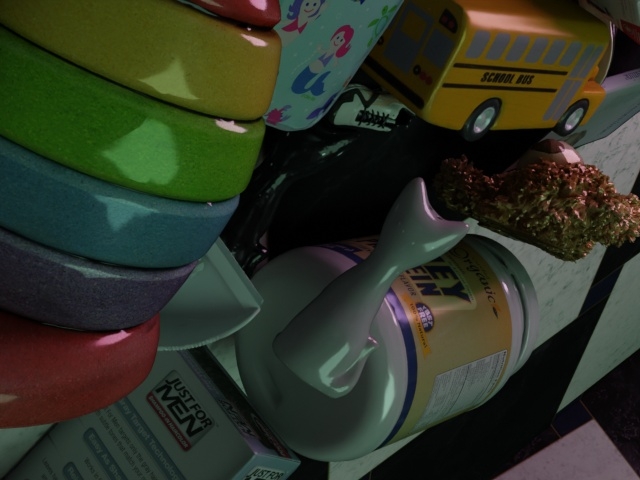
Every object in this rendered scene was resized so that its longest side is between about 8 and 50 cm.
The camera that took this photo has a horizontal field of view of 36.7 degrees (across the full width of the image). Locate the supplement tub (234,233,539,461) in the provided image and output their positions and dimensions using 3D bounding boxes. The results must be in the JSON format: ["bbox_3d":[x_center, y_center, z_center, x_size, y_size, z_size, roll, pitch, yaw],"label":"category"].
[{"bbox_3d":[0.085,0.103,1.098,0.316,0.228,0.228,-10,137,-47],"label":"supplement tub"}]

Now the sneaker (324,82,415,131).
[{"bbox_3d":[0.050,-0.127,0.937,0.109,0.044,0.040,-14,142,-41],"label":"sneaker"}]

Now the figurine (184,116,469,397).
[{"bbox_3d":[0.000,0.000,0.881,0.209,0.215,0.092,-51,179,5],"label":"figurine"}]

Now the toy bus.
[{"bbox_3d":[0.180,-0.183,0.964,0.332,0.108,0.130,-9,134,-47],"label":"toy bus"}]

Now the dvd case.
[{"bbox_3d":[0.353,-0.162,1.244,0.253,0.022,0.180,-20,164,-37],"label":"dvd case"}]

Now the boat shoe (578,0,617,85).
[{"bbox_3d":[0.312,-0.236,1.082,0.042,0.049,0.133,-17,112,-46],"label":"boat shoe"}]

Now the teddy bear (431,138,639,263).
[{"bbox_3d":[0.265,-0.047,1.144,0.338,0.245,0.113,20,92,-62],"label":"teddy bear"}]

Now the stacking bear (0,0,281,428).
[{"bbox_3d":[-0.089,-0.088,0.409,0.164,0.175,0.289,11,113,-45],"label":"stacking bear"}]

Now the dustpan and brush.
[{"bbox_3d":[-0.173,0.051,0.841,0.211,0.147,0.060,-27,-166,33],"label":"dustpan and brush"}]

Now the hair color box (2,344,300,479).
[{"bbox_3d":[-0.222,0.287,0.991,0.374,0.185,0.113,-46,151,4],"label":"hair color box"}]

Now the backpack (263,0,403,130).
[{"bbox_3d":[-0.049,-0.201,0.573,0.225,0.191,0.253,11,116,-56],"label":"backpack"}]

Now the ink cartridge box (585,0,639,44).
[{"bbox_3d":[0.292,-0.269,0.964,0.056,0.135,0.099,-43,152,5],"label":"ink cartridge box"}]
